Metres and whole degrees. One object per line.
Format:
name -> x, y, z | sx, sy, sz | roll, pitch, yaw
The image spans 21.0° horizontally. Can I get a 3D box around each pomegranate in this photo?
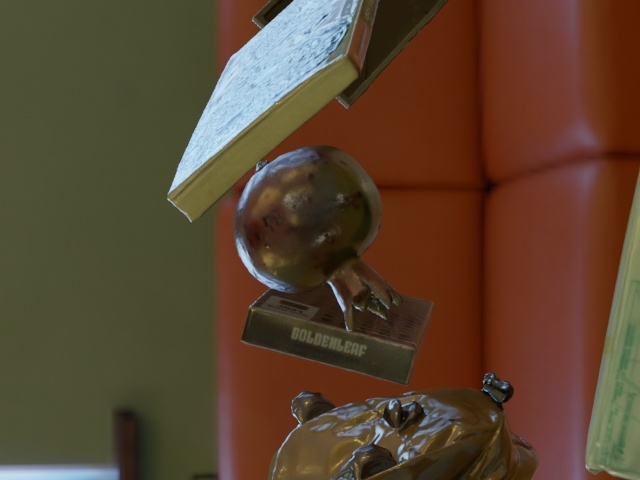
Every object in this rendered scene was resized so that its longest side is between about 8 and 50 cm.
pomegranate -> -0.007, 0.002, 1.425 | 0.129, 0.129, 0.159 | 151, 108, -73

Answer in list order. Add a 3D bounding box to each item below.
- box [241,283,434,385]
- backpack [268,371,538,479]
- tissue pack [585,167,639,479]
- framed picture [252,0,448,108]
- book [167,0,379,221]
box -> 0.027, 0.090, 1.920 | 0.325, 0.180, 0.047 | -44, -32, -80
backpack -> 0.107, 0.323, 2.392 | 0.353, 0.378, 0.201 | 31, 146, 65
tissue pack -> 0.361, 0.027, 1.529 | 0.287, 0.162, 0.388 | 15, -93, -69
framed picture -> 0.046, -0.323, 2.407 | 0.250, 0.184, 0.016 | -49, 3, -27
book -> -0.034, -0.193, 1.864 | 0.260, 0.043, 0.371 | -39, 18, 26
